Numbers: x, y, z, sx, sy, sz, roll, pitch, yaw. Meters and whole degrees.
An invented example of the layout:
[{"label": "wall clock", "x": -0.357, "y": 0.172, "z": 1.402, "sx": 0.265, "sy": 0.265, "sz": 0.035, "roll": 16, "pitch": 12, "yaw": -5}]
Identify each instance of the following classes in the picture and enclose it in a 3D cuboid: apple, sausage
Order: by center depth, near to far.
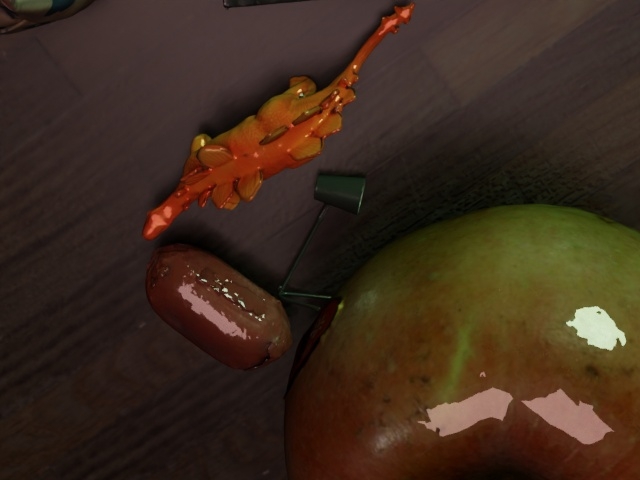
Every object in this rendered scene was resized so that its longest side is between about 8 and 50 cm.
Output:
[{"label": "apple", "x": 0.141, "y": 0.125, "z": 0.797, "sx": 0.338, "sy": 0.305, "sz": 0.338, "roll": 4, "pitch": 116, "yaw": 8}, {"label": "sausage", "x": -0.089, "y": 0.057, "z": 0.887, "sx": 0.141, "sy": 0.076, "sz": 0.076, "roll": 40, "pitch": 105, "yaw": -10}]

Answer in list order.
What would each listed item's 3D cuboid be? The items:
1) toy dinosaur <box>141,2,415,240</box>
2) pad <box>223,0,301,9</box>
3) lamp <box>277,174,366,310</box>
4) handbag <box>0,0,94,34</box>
[{"label": "toy dinosaur", "x": -0.035, "y": -0.081, "z": 0.814, "sx": 0.288, "sy": 0.117, "sz": 0.070, "roll": -36, "pitch": 105, "yaw": 14}, {"label": "pad", "x": 0.065, "y": -0.281, "z": 0.750, "sx": 0.299, "sy": 0.005, "sz": 0.202, "roll": -10, "pitch": 110, "yaw": -17}, {"label": "lamp", "x": 0.000, "y": -0.001, "z": 0.888, "sx": 0.054, "sy": 0.041, "sz": 0.121, "roll": 14, "pitch": 106, "yaw": 4}, {"label": "handbag", "x": -0.261, "y": -0.257, "z": 0.712, "sx": 0.190, "sy": 0.193, "sz": 0.251, "roll": -5, "pitch": 109, "yaw": 6}]
